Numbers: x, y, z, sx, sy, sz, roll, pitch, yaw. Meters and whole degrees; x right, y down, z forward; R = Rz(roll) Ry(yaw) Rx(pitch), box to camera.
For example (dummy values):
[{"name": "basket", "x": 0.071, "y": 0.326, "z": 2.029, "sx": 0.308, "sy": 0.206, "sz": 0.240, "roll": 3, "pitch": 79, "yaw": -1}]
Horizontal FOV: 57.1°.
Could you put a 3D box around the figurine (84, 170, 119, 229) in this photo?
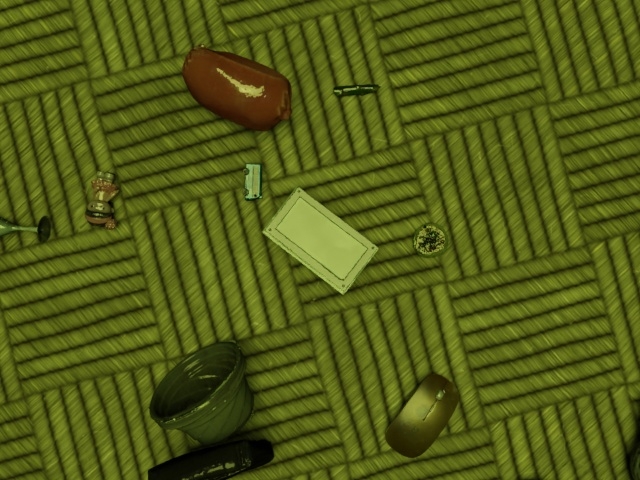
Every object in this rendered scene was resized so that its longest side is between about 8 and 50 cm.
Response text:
[{"name": "figurine", "x": -0.487, "y": -0.090, "z": 1.327, "sx": 0.072, "sy": 0.054, "sz": 0.129, "roll": 10, "pitch": 82, "yaw": -14}]

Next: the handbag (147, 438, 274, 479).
[{"name": "handbag", "x": -0.221, "y": 0.464, "z": 1.223, "sx": 0.223, "sy": 0.247, "sz": 0.080, "roll": -22, "pitch": 72, "yaw": -1}]

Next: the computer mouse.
[{"name": "computer mouse", "x": 0.228, "y": 0.394, "z": 1.317, "sx": 0.102, "sy": 0.045, "sz": 0.199, "roll": 38, "pitch": 90, "yaw": -2}]

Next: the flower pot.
[{"name": "flower pot", "x": -0.233, "y": 0.337, "z": 1.253, "sx": 0.235, "sy": 0.235, "sz": 0.141, "roll": -34, "pitch": 112, "yaw": 0}]

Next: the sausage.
[{"name": "sausage", "x": -0.176, "y": -0.330, "z": 1.284, "sx": 0.254, "sy": 0.148, "sz": 0.148, "roll": 22, "pitch": 89, "yaw": 6}]

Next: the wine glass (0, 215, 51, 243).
[{"name": "wine glass", "x": -0.716, "y": -0.033, "z": 1.319, "sx": 0.198, "sy": 0.066, "sz": 0.066, "roll": 5, "pitch": 89, "yaw": 1}]

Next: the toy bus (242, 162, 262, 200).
[{"name": "toy bus", "x": -0.153, "y": -0.131, "z": 1.329, "sx": 0.046, "sy": 0.038, "sz": 0.083, "roll": 1, "pitch": 90, "yaw": -3}]

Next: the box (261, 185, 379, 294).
[{"name": "box", "x": 0.000, "y": 0.000, "z": 1.303, "sx": 0.225, "sy": 0.086, "sz": 0.129, "roll": 37, "pitch": 89, "yaw": 0}]

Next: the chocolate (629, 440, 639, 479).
[{"name": "chocolate", "x": 0.746, "y": 0.445, "z": 1.286, "sx": 0.110, "sy": 0.110, "sz": 0.248, "roll": 16, "pitch": 86, "yaw": 0}]

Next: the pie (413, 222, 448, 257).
[{"name": "pie", "x": 0.249, "y": 0.000, "z": 1.334, "sx": 0.084, "sy": 0.021, "sz": 0.084, "roll": 0, "pitch": 89, "yaw": -1}]

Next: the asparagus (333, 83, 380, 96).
[{"name": "asparagus", "x": 0.083, "y": -0.343, "z": 1.340, "sx": 0.108, "sy": 0.021, "sz": 0.025, "roll": -5, "pitch": 93, "yaw": 0}]
